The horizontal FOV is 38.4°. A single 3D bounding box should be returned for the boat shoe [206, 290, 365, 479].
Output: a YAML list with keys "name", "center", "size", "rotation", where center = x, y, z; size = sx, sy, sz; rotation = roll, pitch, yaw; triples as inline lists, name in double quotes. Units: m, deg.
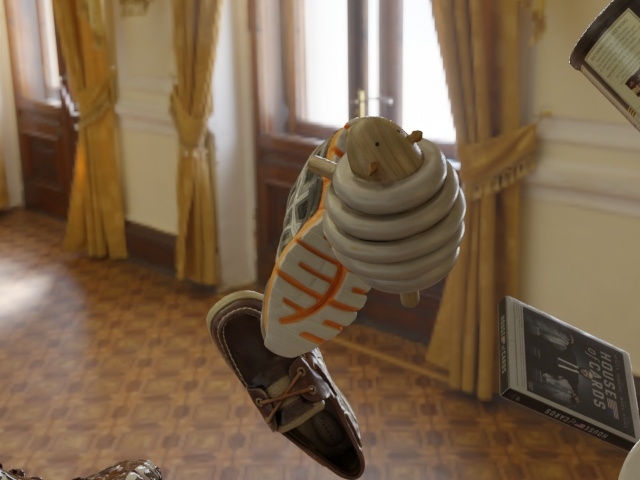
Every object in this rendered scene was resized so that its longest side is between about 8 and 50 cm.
- name: "boat shoe"
  center: [-0.036, 0.216, 1.304]
  size: [0.123, 0.342, 0.123]
  rotation: [-32, 28, 0]

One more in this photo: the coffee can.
- name: "coffee can"
  center: [0.514, -0.222, 1.271]
  size: [0.275, 0.201, 0.201]
  rotation: [50, 37, 14]

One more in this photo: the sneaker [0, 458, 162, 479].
- name: "sneaker"
  center: [-0.216, 0.191, 0.685]
  size: [0.162, 0.106, 0.281]
  rotation: [34, -3, -4]

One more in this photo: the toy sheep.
- name: "toy sheep"
  center: [0.041, -0.014, 0.529]
  size: [0.091, 0.132, 0.091]
  rotation: [-12, 40, 10]

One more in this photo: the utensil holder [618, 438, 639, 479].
- name: "utensil holder"
  center: [0.400, 0.363, 0.735]
  size: [0.327, 0.386, 0.328]
  rotation: [-8, 25, 4]

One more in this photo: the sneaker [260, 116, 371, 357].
- name: "sneaker"
  center: [0.000, 0.000, 0.787]
  size: [0.084, 0.215, 0.083]
  rotation: [32, -22, -24]

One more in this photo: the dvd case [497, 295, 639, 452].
- name: "dvd case"
  center: [0.371, 0.199, 1.373]
  size: [0.238, 0.030, 0.179]
  rotation: [24, 43, -14]
